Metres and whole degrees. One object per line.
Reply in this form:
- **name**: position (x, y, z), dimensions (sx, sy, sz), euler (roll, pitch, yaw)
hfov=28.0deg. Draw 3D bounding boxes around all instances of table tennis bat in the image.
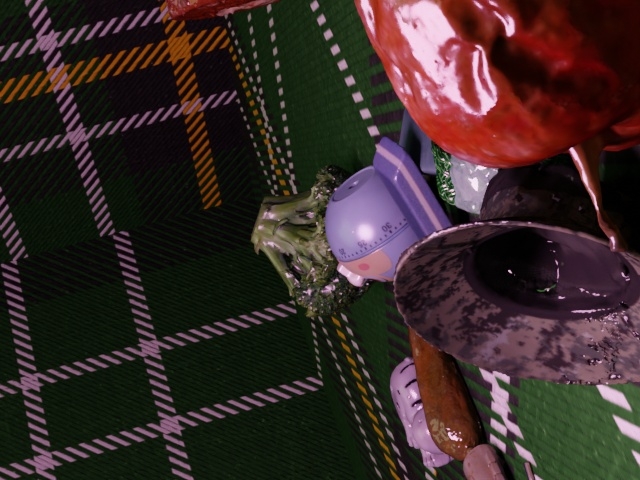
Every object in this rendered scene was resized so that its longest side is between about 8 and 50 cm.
- **table tennis bat**: position (0.272, 0.320, 1.621), dimensions (0.050, 0.007, 0.083), euler (132, 121, -82)

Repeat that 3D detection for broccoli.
- **broccoli**: position (0.000, 0.000, 2.217), dimensions (0.261, 0.242, 0.269), euler (-64, -8, -72)

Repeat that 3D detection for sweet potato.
- **sweet potato**: position (0.175, 0.201, 1.890), dimensions (0.075, 0.075, 0.273), euler (87, 170, -59)

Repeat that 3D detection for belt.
- **belt**: position (0.168, -0.061, 1.167), dimensions (0.151, 0.121, 0.079), euler (-133, 30, -65)

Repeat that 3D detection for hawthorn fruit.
- **hawthorn fruit**: position (0.145, -0.124, 0.780), dimensions (0.242, 0.242, 0.271), euler (-160, 55, -81)

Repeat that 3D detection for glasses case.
- **glasses case**: position (0.139, -0.116, 1.532), dimensions (0.266, 0.056, 0.105), euler (-157, 51, -80)

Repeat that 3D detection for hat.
- **hat**: position (0.188, 0.009, 1.036), dimensions (0.265, 0.266, 0.128), euler (90, -166, -64)

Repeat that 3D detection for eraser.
- **eraser**: position (0.131, -0.025, 1.593), dimensions (0.225, 0.036, 0.082), euler (56, 175, -26)

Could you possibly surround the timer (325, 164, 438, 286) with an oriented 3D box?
- **timer**: position (0.097, 0.022, 1.737), dimensions (0.175, 0.175, 0.255), euler (-129, 24, -72)

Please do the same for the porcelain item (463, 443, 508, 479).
- **porcelain item**: position (0.251, 0.372, 1.711), dimensions (0.213, 0.054, 0.084), euler (-115, 10, -49)

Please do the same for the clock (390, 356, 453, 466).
- **clock**: position (0.166, 0.260, 2.014), dimensions (0.117, 0.080, 0.176), euler (92, 161, -68)

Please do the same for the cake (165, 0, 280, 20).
- **cake**: position (-0.144, -0.450, 2.106), dimensions (0.177, 0.283, 0.150), euler (-4, 103, 44)
